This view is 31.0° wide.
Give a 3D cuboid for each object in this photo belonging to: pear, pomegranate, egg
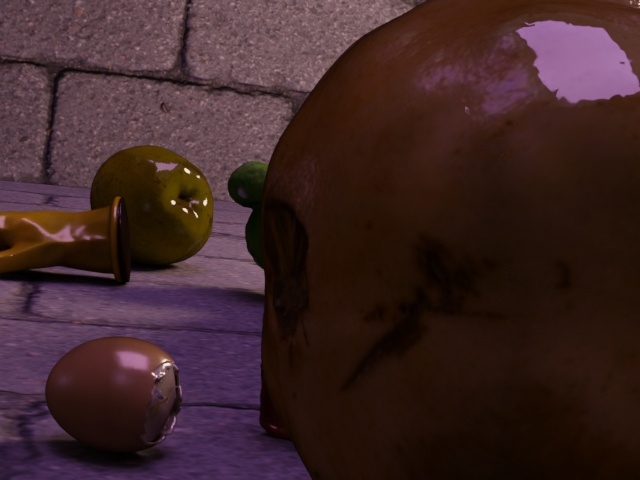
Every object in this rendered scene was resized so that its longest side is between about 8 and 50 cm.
[{"bbox_3d":[-0.253,-0.053,1.748,0.198,0.198,0.198,6,5,-1],"label":"pear"},{"bbox_3d":[0.125,0.027,0.607,0.333,0.332,0.332,6,5,-1],"label":"pomegranate"},{"bbox_3d":[-0.143,0.103,0.786,0.097,0.080,0.080,11,7,17],"label":"egg"}]

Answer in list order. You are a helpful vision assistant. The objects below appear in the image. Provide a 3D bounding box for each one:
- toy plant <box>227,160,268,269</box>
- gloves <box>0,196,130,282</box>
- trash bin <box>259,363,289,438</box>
[{"bbox_3d":[0.000,0.000,1.488,0.184,0.224,0.316,-42,26,-16],"label":"toy plant"},{"bbox_3d":[-0.406,0.006,1.531,0.295,0.116,0.133,-3,-21,-4],"label":"gloves"},{"bbox_3d":[0.065,0.082,0.934,0.185,0.161,0.239,8,13,22],"label":"trash bin"}]
